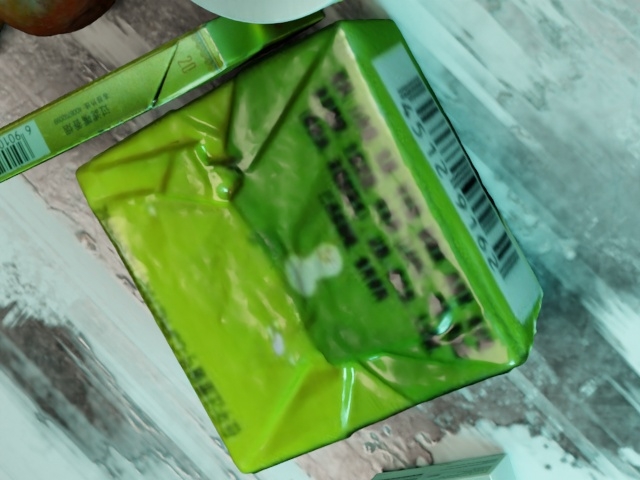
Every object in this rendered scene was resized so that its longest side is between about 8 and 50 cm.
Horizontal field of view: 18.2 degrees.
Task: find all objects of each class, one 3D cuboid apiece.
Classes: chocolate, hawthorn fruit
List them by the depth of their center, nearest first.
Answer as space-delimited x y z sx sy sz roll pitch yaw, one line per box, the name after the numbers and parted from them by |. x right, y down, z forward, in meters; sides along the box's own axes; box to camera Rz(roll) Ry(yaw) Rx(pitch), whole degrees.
0.000 0.000 1.613 0.288 0.137 0.301 -26 94 32 | chocolate
-0.216 -0.226 1.626 0.149 0.149 0.189 -62 35 30 | hawthorn fruit

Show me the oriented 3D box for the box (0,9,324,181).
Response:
-0.160 -0.118 1.628 0.311 0.173 0.043 -23 96 32 | box

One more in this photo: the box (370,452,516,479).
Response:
0.114 0.255 1.695 0.130 0.051 0.129 -13 102 31 | box

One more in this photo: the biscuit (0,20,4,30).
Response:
-0.375 -0.262 1.767 0.262 0.037 0.262 10 113 24 | biscuit

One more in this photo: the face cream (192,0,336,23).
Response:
-0.013 -0.285 1.485 0.218 0.179 0.218 10 112 24 | face cream
